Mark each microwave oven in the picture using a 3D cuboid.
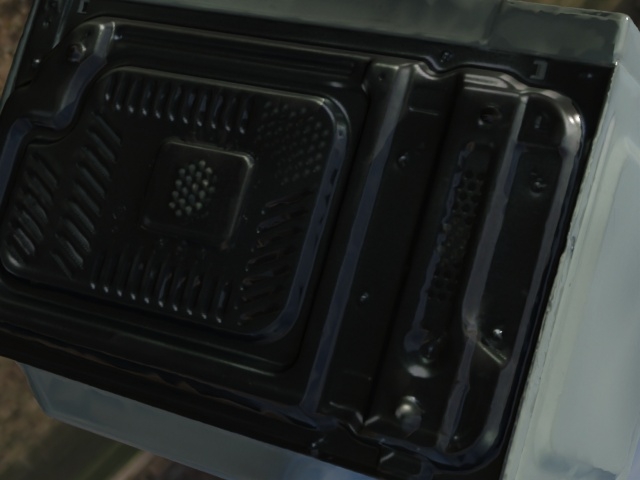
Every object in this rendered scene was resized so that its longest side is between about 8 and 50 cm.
[{"bbox_3d":[0.000,0.000,0.465,0.122,0.208,0.162,28,77,-59],"label":"microwave oven"}]
